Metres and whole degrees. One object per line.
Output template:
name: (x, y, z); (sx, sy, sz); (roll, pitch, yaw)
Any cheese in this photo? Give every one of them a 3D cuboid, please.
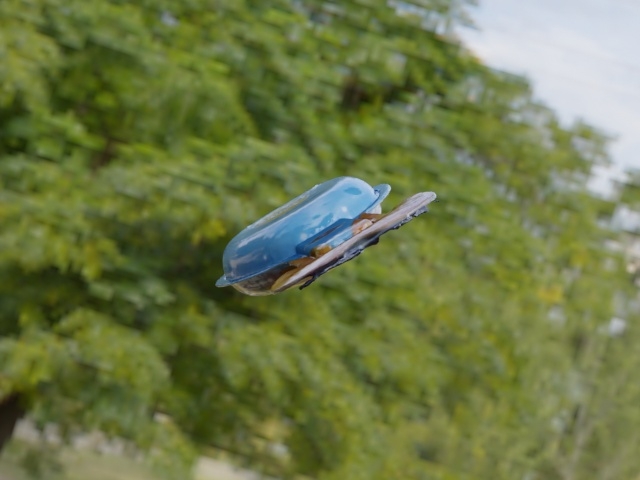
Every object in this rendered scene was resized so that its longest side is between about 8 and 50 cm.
cheese: (0.000, -0.001, 0.402); (0.017, 0.047, 0.111); (56, -6, -6)
